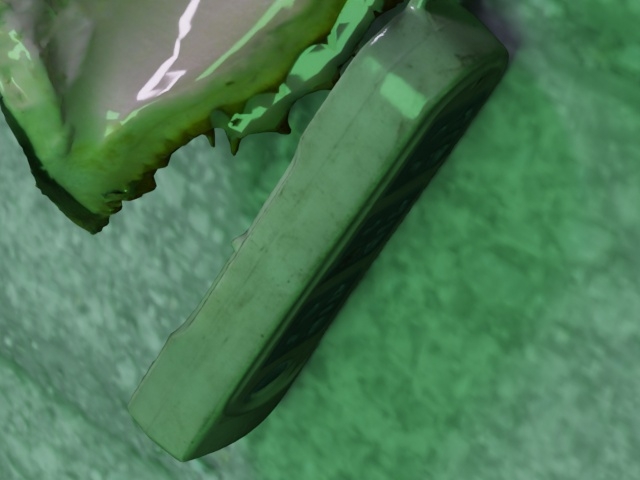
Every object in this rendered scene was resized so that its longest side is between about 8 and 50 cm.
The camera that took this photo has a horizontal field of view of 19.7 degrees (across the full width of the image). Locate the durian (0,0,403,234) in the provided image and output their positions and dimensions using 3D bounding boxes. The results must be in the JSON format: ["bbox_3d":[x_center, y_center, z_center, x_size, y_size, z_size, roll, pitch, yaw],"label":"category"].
[{"bbox_3d":[-0.060,-0.162,0.755,0.196,0.185,0.305,-11,109,25],"label":"durian"}]

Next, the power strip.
[{"bbox_3d":[-0.002,-0.002,0.816,0.048,0.080,0.286,42,129,12],"label":"power strip"}]
